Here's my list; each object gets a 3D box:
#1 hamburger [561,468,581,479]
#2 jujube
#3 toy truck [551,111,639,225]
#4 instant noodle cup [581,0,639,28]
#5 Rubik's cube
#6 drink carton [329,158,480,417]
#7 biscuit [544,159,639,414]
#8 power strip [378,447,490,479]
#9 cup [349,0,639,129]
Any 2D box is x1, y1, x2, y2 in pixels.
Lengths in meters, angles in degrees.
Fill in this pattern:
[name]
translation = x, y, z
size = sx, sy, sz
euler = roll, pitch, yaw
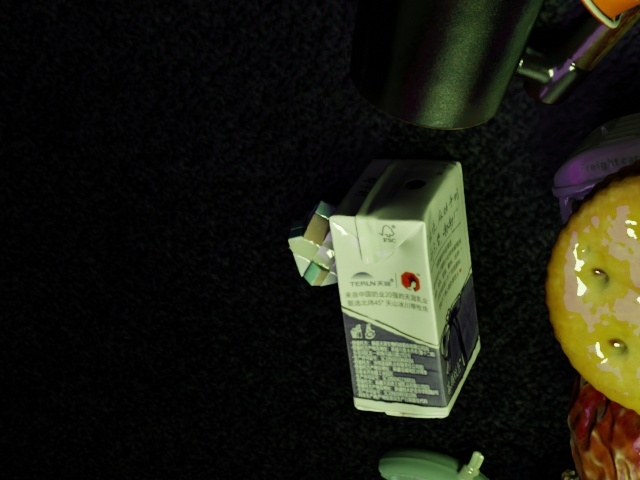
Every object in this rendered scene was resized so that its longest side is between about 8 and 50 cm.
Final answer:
[hamburger]
translation = 0.317, 0.352, 1.421
size = 0.146, 0.243, 0.286
euler = -44, 54, 19
[jujube]
translation = 0.343, 0.164, 1.308
size = 0.232, 0.213, 0.213
euler = -8, 115, 29
[toy truck]
translation = 0.376, -0.049, 1.204
size = 0.363, 0.176, 0.178
euler = -16, 102, 30
[instant noodle cup]
translation = 0.258, -0.309, 1.063
size = 0.192, 0.250, 0.250
euler = -21, 108, 23
[Rubik's cube]
translation = 0.001, 0.001, 1.451
size = 0.073, 0.075, 0.084
euler = -14, 98, 13
[drink carton]
translation = 0.087, 0.044, 1.401
size = 0.102, 0.134, 0.222
euler = 5, 120, 23
[biscuit]
translation = 0.287, 0.039, 1.146
size = 0.220, 0.066, 0.220
euler = 11, 115, 24
[power strip]
translation = 0.143, 0.326, 1.593
size = 0.168, 0.054, 0.253
euler = 10, 122, 16
[cup]
translation = 0.142, -0.191, 1.222
size = 0.239, 0.166, 0.177
euler = 23, 129, 12
